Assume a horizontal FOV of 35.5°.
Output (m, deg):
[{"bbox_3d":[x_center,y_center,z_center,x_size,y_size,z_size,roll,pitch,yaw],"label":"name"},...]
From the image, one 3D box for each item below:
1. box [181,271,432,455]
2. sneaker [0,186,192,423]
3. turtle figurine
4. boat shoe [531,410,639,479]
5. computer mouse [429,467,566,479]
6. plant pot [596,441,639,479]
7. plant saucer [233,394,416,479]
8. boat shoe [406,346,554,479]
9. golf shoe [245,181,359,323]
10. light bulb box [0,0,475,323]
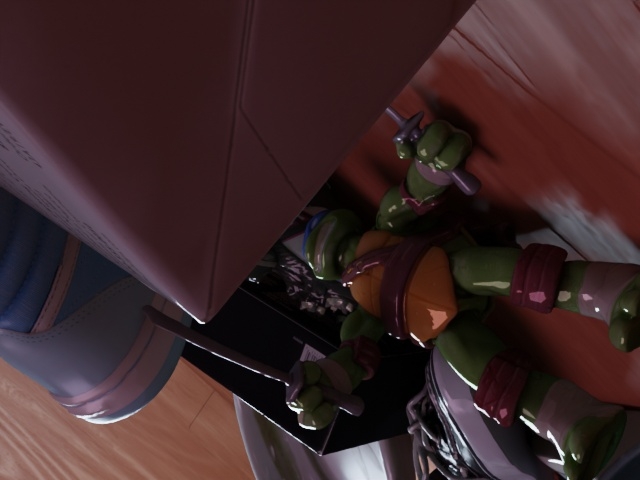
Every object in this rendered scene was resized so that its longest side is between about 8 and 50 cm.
[{"bbox_3d":[-0.025,0.090,0.976,0.261,0.103,0.184,29,-162,34],"label":"box"},{"bbox_3d":[-0.167,-0.062,0.662,0.127,0.319,0.208,-20,138,32],"label":"sneaker"},{"bbox_3d":[0.055,0.035,0.618,0.266,0.198,0.274,23,161,32],"label":"turtle figurine"},{"bbox_3d":[0.258,0.185,0.803,0.081,0.079,0.227,37,171,-14],"label":"boat shoe"},{"bbox_3d":[0.242,0.318,1.216,0.272,0.072,0.188,-2,135,50],"label":"computer mouse"},{"bbox_3d":[0.300,0.248,0.560,0.196,0.293,0.293,19,-178,-41],"label":"plant pot"},{"bbox_3d":[0.017,0.229,1.222,0.400,0.101,0.400,34,130,52],"label":"plant saucer"},{"bbox_3d":[0.132,0.169,0.905,0.105,0.113,0.306,-12,153,18],"label":"boat shoe"},{"bbox_3d":[0.000,0.000,0.838,0.273,0.120,0.105,22,165,-22],"label":"golf shoe"},{"bbox_3d":[-0.167,-0.205,0.403,0.361,0.225,0.358,29,162,37],"label":"light bulb box"}]
